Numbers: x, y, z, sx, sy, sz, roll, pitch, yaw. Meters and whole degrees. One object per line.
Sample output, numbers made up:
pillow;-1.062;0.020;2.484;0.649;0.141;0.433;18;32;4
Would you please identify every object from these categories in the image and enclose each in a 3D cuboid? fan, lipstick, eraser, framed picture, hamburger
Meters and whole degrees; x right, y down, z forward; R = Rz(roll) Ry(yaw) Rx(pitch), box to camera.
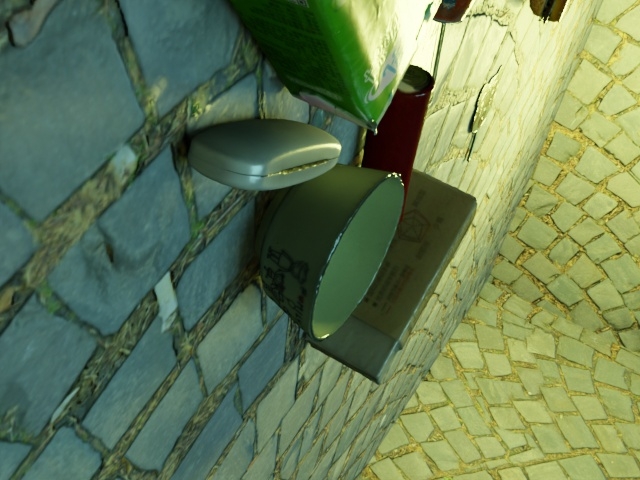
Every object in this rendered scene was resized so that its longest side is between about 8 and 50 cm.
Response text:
fan;0.359;-0.271;1.579;0.152;0.008;0.227;-47;155;-43
lipstick;0.094;-0.121;0.958;0.080;0.080;0.241;-47;156;-40
eraser;0.120;0.053;1.161;0.343;0.144;0.078;-58;162;-15
framed picture;0.137;-0.242;1.016;0.173;0.010;0.231;-52;158;-31
hamburger;0.481;-0.528;1.443;0.137;0.087;0.166;-41;153;-51

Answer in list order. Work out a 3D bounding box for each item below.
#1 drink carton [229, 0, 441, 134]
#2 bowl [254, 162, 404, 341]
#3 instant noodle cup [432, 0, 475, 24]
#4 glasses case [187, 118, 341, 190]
drink carton;0.015;-0.214;0.569;0.161;0.108;0.271;-62;161;-5
bowl;0.000;0.000;0.811;0.211;0.112;0.211;-53;159;-31
instant noodle cup;0.148;-0.323;0.787;0.127;0.127;0.136;-42;161;-48
glasses case;-0.044;-0.081;0.642;0.193;0.074;0.049;-29;138;-61
